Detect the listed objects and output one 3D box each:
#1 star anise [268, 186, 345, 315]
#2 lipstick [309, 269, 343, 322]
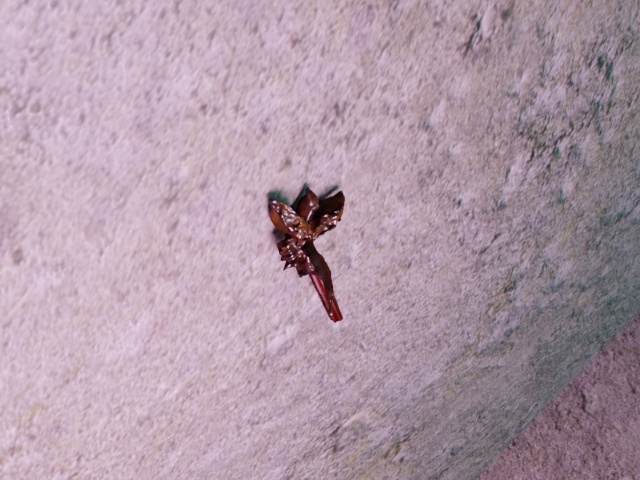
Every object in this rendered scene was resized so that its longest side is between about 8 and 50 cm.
[{"bbox_3d":[0.000,0.009,1.362,0.158,0.144,0.141,3,110,-54],"label":"star anise"},{"bbox_3d":[0.009,0.085,1.561,0.027,0.027,0.176,-45,150,-15],"label":"lipstick"}]
